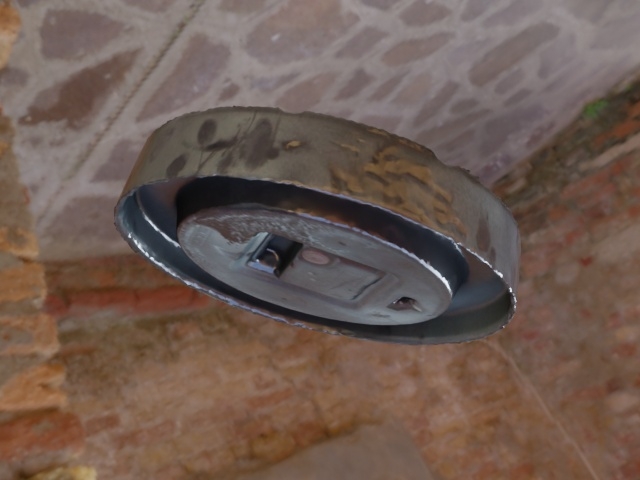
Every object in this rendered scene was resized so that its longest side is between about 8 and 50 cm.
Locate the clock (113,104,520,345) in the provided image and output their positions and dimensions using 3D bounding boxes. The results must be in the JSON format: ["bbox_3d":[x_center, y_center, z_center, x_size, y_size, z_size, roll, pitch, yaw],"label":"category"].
[{"bbox_3d":[0.000,0.000,0.521,0.215,0.042,0.215,13,159,5],"label":"clock"}]
